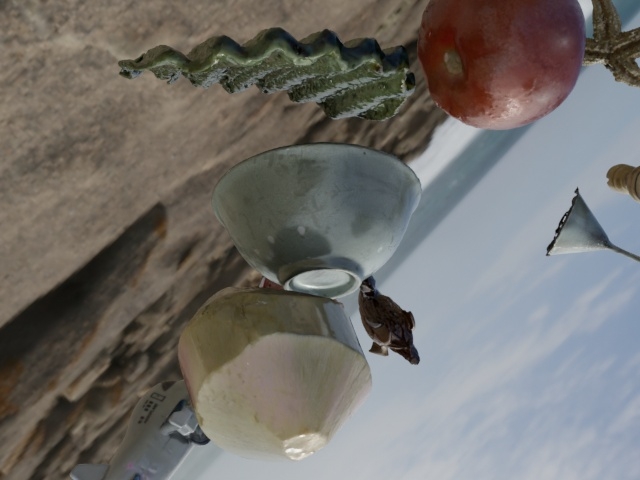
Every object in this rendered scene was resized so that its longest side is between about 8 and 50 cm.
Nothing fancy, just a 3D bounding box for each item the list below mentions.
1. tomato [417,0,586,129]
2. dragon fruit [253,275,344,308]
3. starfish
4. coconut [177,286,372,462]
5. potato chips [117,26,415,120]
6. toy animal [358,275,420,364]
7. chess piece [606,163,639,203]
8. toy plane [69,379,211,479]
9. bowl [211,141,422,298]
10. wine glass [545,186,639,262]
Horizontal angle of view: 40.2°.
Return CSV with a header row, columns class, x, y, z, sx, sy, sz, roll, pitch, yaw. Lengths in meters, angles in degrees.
class,x,y,z,sx,sy,sz,roll,pitch,yaw
tomato,0.228,-0.242,1.085,0.184,0.208,0.208,-23,164,-27
dragon fruit,-0.043,0.134,1.510,0.126,0.161,0.274,-8,122,-30
starfish,0.492,-0.349,1.475,0.050,0.247,0.138,-19,135,-54
coconut,-0.059,0.173,1.136,0.259,0.259,0.259,-46,175,-5
potato chips,-0.059,-0.197,1.046,0.429,0.358,0.070,-162,-105,-76
toy animal,0.122,0.143,1.592,0.089,0.188,0.179,-30,130,-12
chess piece,0.490,-0.092,1.356,0.066,0.066,0.122,-47,-167,3
toy plane,-0.260,0.313,1.362,0.267,0.122,0.267,-43,-176,4
bowl,0.000,0.000,1.269,0.313,0.146,0.313,-4,154,-2
wine glass,0.458,0.009,1.364,0.122,0.183,0.122,-61,167,-24
